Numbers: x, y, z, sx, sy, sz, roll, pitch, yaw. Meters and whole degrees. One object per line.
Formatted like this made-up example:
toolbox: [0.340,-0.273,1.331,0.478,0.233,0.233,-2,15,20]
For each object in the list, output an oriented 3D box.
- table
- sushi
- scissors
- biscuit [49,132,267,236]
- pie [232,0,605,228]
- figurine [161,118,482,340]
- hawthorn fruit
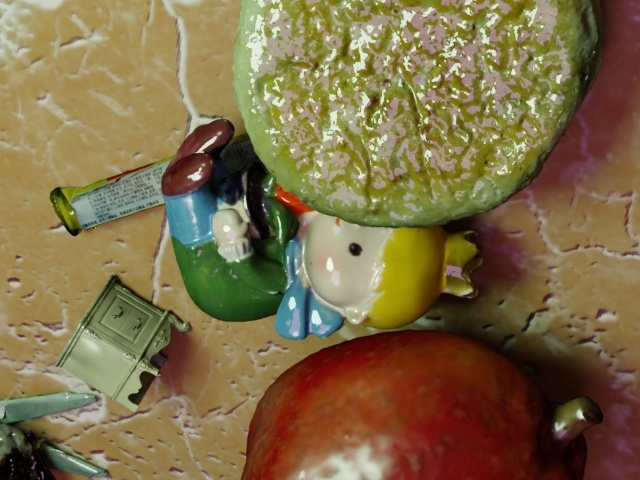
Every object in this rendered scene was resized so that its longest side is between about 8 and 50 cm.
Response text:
table: [-0.172,0.090,1.573,0.083,0.079,0.062,33,129,-4]
sushi: [-0.311,0.222,1.677,0.098,0.094,0.084,2,123,21]
scissors: [-0.383,0.173,1.738,0.383,0.029,0.256,1,120,19]
biscuit: [-0.102,-0.057,1.484,0.292,0.026,0.048,-15,111,28]
pie: [0.068,-0.136,1.312,0.277,0.078,0.277,4,114,10]
figurine: [0.004,-0.012,1.410,0.234,0.127,0.185,1,122,24]
hawthorn fruit: [0.084,0.187,1.435,0.307,0.265,0.265,-34,105,27]
